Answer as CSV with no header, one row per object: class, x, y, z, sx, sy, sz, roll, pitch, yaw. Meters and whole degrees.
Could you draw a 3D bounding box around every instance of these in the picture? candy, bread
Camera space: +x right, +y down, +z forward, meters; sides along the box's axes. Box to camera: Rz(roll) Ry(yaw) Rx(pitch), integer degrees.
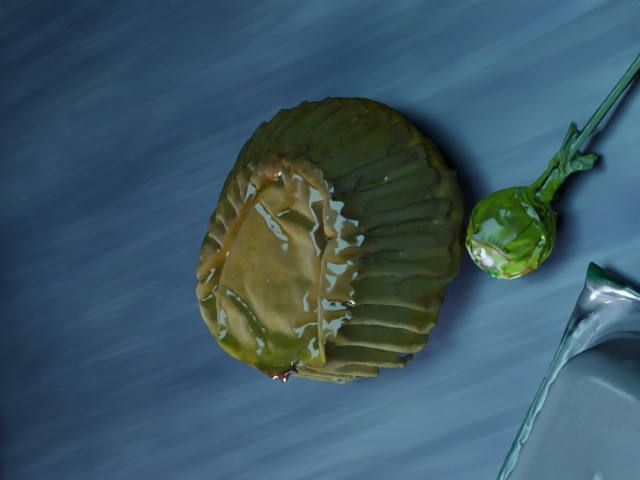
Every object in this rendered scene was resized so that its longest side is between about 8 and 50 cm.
candy,0.219,-0.078,1.593,0.077,0.073,0.262,39,102,11
bread,0.000,0.000,1.680,0.274,0.149,0.274,0,91,34

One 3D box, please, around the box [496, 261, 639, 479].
box,0.242,0.221,1.520,0.264,0.106,0.336,31,103,33
